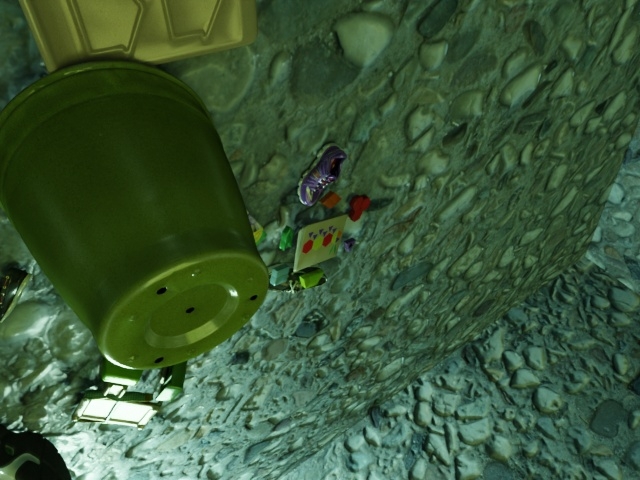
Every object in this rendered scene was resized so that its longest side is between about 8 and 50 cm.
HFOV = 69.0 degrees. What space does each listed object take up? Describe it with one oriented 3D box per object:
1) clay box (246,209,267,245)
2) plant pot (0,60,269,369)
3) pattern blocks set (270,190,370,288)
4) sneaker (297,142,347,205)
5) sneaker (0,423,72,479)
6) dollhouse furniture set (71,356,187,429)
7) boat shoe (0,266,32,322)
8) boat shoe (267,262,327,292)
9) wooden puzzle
[{"bbox_3d":[-0.222,-0.035,1.054,0.127,0.053,0.222,-44,143,-7],"label":"clay box"},{"bbox_3d":[-0.258,-0.016,0.707,0.366,0.353,0.366,-27,148,-19],"label":"plant pot"},{"bbox_3d":[0.000,0.000,1.232,0.325,0.026,0.285,-9,124,-52],"label":"pattern blocks set"},{"bbox_3d":[0.004,-0.153,1.125,0.068,0.071,0.170,7,123,-43],"label":"sneaker"},{"bbox_3d":[-0.814,0.573,1.098,0.257,0.169,0.447,-26,132,-5],"label":"sneaker"},{"bbox_3d":[-0.491,0.356,1.207,0.197,0.151,0.301,21,131,-27],"label":"dollhouse furniture set"},{"bbox_3d":[-0.597,0.104,0.891,0.042,0.049,0.133,29,115,-22],"label":"boat shoe"},{"bbox_3d":[-0.078,0.109,1.308,0.219,0.070,0.078,-9,132,-34],"label":"boat shoe"},{"bbox_3d":[-0.257,-0.415,0.651,0.348,0.080,0.322,-26,140,-25],"label":"wooden puzzle"}]
